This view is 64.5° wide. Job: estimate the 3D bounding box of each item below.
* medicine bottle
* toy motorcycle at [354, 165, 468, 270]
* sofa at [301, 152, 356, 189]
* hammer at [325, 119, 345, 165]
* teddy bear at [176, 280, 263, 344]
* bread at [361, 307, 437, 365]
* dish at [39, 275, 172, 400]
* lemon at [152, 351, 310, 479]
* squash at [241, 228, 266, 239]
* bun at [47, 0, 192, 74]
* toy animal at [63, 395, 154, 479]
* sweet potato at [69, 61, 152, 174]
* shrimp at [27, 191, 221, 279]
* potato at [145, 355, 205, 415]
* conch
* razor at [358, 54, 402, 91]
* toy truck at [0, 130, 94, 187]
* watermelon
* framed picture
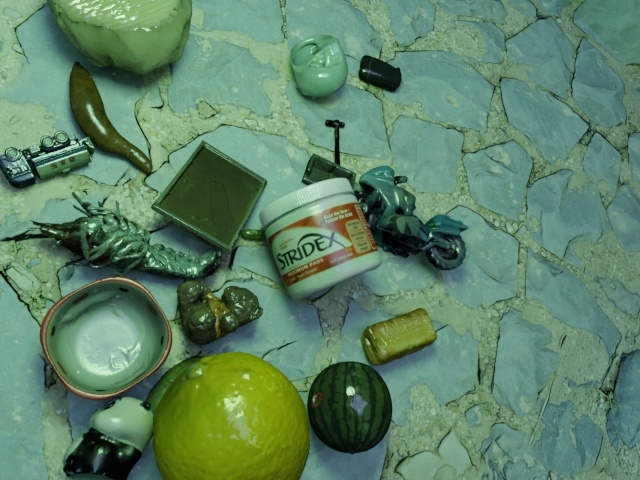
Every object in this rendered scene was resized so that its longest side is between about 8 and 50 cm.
[{"bbox_3d":[0.000,0.000,1.285,0.253,0.252,0.240,-19,82,-28],"label":"medicine bottle"},{"bbox_3d":[0.251,-0.075,1.470,0.416,0.172,0.232,21,69,-10],"label":"toy motorcycle"},{"bbox_3d":[0.028,-0.184,1.477,0.147,0.060,0.085,24,64,-14],"label":"sofa"},{"bbox_3d":[0.046,-0.288,1.547,0.065,0.021,0.178,6,72,-21],"label":"hammer"},{"bbox_3d":[-0.235,0.170,1.201,0.190,0.177,0.140,-17,124,-27],"label":"teddy bear"},{"bbox_3d":[0.214,0.262,1.387,0.211,0.083,0.114,-12,72,-27],"label":"bread"},{"bbox_3d":[-0.457,0.213,1.091,0.256,0.117,0.256,8,68,-21],"label":"dish"},{"bbox_3d":[-0.178,0.395,1.033,0.336,0.336,0.336,8,69,-21],"label":"lemon"},{"bbox_3d":[-0.169,-0.016,1.350,0.083,0.027,0.027,1,72,-23],"label":"squash"},{"bbox_3d":[-0.502,-0.571,1.303,0.360,0.211,0.359,6,64,-12],"label":"bun"},{"bbox_3d":[-0.423,0.408,1.029,0.138,0.166,0.179,29,52,-13],"label":"toy animal"},{"bbox_3d":[-0.545,-0.302,1.256,0.346,0.079,0.108,56,43,-1],"label":"sweet potato"},{"bbox_3d":[-0.435,0.008,1.161,0.411,0.166,0.221,28,29,-28],"label":"shrimp"},{"bbox_3d":[-0.314,0.344,1.146,0.198,0.054,0.119,-31,89,-29],"label":"potato"},{"bbox_3d":[-0.008,-0.531,1.549,0.185,0.121,0.221,18,59,-13],"label":"conch"},{"bbox_3d":[0.200,-0.555,1.686,0.148,0.054,0.090,17,70,-17],"label":"razor"},{"bbox_3d":[-0.635,-0.191,1.187,0.202,0.074,0.088,-29,94,-30],"label":"toy truck"},{"bbox_3d":[0.069,0.397,1.209,0.212,0.212,0.212,8,69,-21],"label":"watermelon"},{"bbox_3d":[-0.270,-0.121,1.298,0.213,0.016,0.289,31,44,-12],"label":"framed picture"}]
